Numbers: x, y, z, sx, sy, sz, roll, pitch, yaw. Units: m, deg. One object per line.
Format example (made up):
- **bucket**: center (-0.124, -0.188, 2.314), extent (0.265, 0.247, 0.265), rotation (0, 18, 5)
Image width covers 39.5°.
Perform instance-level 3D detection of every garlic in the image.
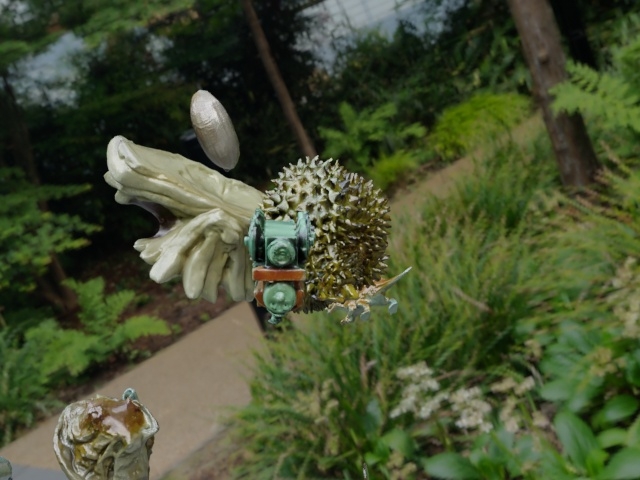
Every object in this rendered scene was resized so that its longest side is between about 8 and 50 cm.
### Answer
- **garlic**: center (-0.234, -0.241, 2.016), extent (0.087, 0.195, 0.101), rotation (-24, 20, 2)

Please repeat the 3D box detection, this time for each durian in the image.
- **durian**: center (-0.010, -0.001, 1.531), extent (0.258, 0.258, 0.292), rotation (-13, 52, 40)

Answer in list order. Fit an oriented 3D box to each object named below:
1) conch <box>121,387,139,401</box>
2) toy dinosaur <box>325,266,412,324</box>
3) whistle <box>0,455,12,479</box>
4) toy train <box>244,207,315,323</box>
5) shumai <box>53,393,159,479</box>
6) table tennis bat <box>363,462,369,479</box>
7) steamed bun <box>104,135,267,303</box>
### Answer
- **conch**: center (-0.280, 0.274, 1.234), extent (0.065, 0.180, 0.088), rotation (15, 43, -11)
- **toy dinosaur**: center (0.108, 0.113, 1.890), extent (0.212, 0.057, 0.142), rotation (-43, 30, 7)
- **whistle**: center (-0.493, 0.341, 1.285), extent (0.062, 0.062, 0.312), rotation (-26, -6, -16)
- **toy train**: center (-0.041, 0.028, 0.947), extent (0.074, 0.118, 0.176), rotation (0, 9, -3)
- **shumai**: center (-0.239, 0.233, 1.056), extent (0.116, 0.145, 0.145), rotation (-49, -2, 28)
- **table tennis bat**: center (0.079, 0.405, 1.487), extent (0.007, 0.083, 0.050), rotation (-9, 42, 5)
- **steamed bun**: center (-0.210, -0.010, 1.664), extent (0.189, 0.428, 0.247), rotation (-59, 35, 14)
